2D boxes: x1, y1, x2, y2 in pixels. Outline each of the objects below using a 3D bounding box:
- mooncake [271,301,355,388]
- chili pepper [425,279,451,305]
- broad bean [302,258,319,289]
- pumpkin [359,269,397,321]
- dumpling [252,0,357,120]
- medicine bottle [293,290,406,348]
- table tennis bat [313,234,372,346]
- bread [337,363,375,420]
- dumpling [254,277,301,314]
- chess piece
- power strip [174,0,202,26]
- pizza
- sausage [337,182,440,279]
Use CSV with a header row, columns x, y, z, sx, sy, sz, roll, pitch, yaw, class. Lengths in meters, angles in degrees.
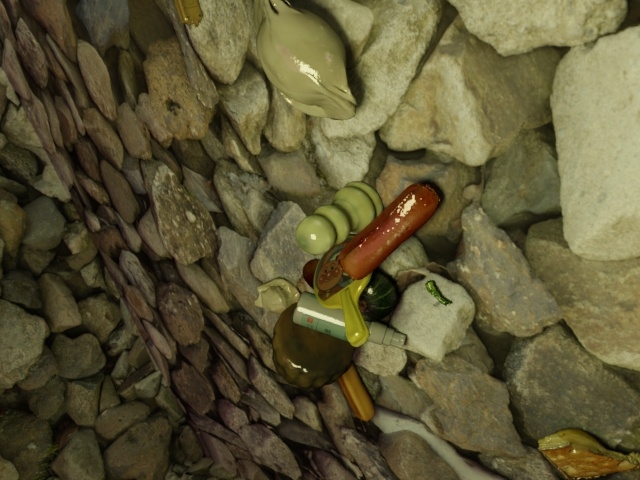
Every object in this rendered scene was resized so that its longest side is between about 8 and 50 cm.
x,y,z,sx,sy,sz,roll,pitch,yaw,class
-0.027,0.355,1.561,0.290,0.290,0.161,40,144,17,mooncake
0.319,0.146,1.269,0.034,0.030,0.091,-42,87,25,chili pepper
0.007,0.126,1.524,0.165,0.085,0.114,41,122,26,broad bean
0.144,0.159,1.373,0.167,0.125,0.167,24,135,26,pumpkin
-0.052,-0.430,1.134,0.341,0.181,0.260,29,165,-14,dumpling
0.093,0.264,1.464,0.352,0.110,0.110,18,132,8,medicine bottle
0.070,0.135,1.304,0.224,0.368,0.054,-38,130,25,table tennis bat
0.126,0.547,1.705,0.093,0.074,0.239,-6,112,64,bread
-0.157,0.208,1.722,0.199,0.118,0.136,0,104,14,dumpling
0.039,-0.050,1.230,0.145,0.251,0.144,24,131,32,chess piece
-0.409,-0.767,1.313,0.044,0.064,0.305,14,127,46,power strip
0.672,0.524,1.161,0.188,0.080,0.204,39,133,-18,pizza
0.172,-0.021,1.185,0.102,0.102,0.330,49,119,7,sausage
